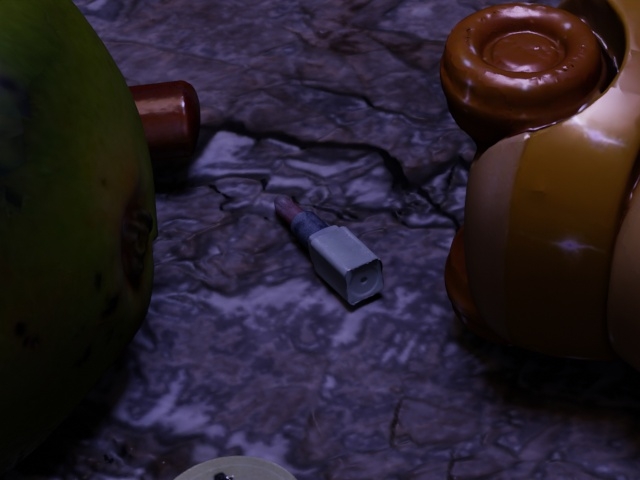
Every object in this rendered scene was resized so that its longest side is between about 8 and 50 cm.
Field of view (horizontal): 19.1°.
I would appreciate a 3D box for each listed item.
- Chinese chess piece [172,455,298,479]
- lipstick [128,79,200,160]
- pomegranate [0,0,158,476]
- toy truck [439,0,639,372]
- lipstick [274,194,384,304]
[{"bbox_3d":[-0.044,0.145,0.957,0.084,0.034,0.084,-4,39,3],"label":"Chinese chess piece"},{"bbox_3d":[-0.222,-0.059,1.180,0.300,0.081,0.081,-6,41,2],"label":"lipstick"},{"bbox_3d":[-0.265,-0.034,1.001,0.358,0.216,0.310,10,63,4],"label":"pomegranate"},{"bbox_3d":[0.182,-0.042,1.017,0.211,0.204,0.288,22,48,25],"label":"toy truck"},{"bbox_3d":[0.000,0.000,1.129,0.025,0.025,0.107,-23,37,-19],"label":"lipstick"}]
